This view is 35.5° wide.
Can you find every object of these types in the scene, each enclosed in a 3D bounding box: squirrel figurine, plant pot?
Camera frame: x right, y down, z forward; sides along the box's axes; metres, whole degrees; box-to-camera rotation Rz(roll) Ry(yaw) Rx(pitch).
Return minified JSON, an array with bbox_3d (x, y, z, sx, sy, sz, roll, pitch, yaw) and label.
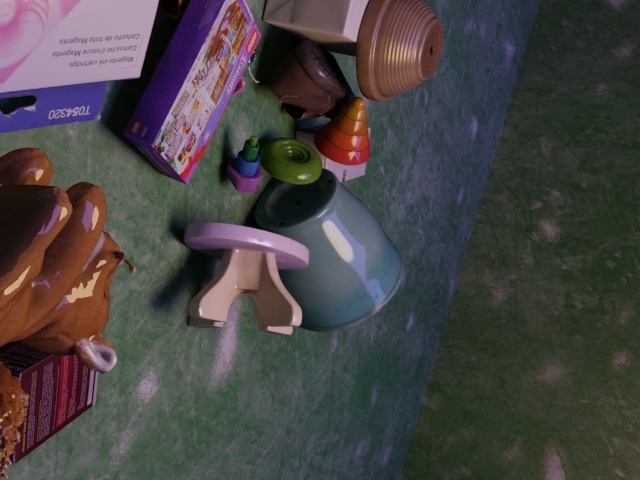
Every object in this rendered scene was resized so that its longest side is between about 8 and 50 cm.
[{"bbox_3d":[-0.391,0.082,1.130,0.397,0.281,0.370,-62,162,-10],"label":"squirrel figurine"},{"bbox_3d":[0.000,0.000,2.034,0.272,0.271,0.255,-59,137,-35],"label":"plant pot"},{"bbox_3d":[0.167,-0.377,1.936,0.237,0.109,0.237,-48,147,-45],"label":"plant pot"}]

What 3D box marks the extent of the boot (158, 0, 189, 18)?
[{"bbox_3d":[-0.209,-0.491,1.477,0.295,0.104,0.211,75,35,-54],"label":"boot"}]

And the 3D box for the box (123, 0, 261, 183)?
[{"bbox_3d":[-0.198,-0.254,1.594,0.293,0.057,0.201,-65,167,-10],"label":"box"}]

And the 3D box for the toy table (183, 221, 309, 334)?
[{"bbox_3d":[-0.137,0.076,1.799,0.274,0.252,0.161,14,75,-39],"label":"toy table"}]

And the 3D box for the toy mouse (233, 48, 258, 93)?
[{"bbox_3d":[-0.151,-0.314,1.787,0.143,0.031,0.161,33,72,-65],"label":"toy mouse"}]

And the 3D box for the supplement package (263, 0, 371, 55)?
[{"bbox_3d":[0.042,-0.469,1.958,0.293,0.175,0.177,4,99,-66],"label":"supplement package"}]

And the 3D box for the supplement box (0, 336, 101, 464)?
[{"bbox_3d":[-0.394,0.204,1.405,0.239,0.073,0.130,-37,135,-74],"label":"supplement box"}]

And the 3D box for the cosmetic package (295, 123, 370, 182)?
[{"bbox_3d":[0.026,-0.189,2.187,0.231,0.085,0.117,-24,124,-60],"label":"cosmetic package"}]

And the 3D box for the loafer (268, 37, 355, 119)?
[{"bbox_3d":[-0.021,-0.309,2.011,0.134,0.130,0.366,63,11,13],"label":"loafer"}]

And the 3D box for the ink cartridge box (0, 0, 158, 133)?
[{"bbox_3d":[-0.332,-0.259,1.192,0.324,0.071,0.330,-20,136,-51],"label":"ink cartridge box"}]

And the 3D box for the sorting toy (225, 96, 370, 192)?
[{"bbox_3d":[-0.026,-0.198,1.924,0.365,0.127,0.126,-22,145,-41],"label":"sorting toy"}]
